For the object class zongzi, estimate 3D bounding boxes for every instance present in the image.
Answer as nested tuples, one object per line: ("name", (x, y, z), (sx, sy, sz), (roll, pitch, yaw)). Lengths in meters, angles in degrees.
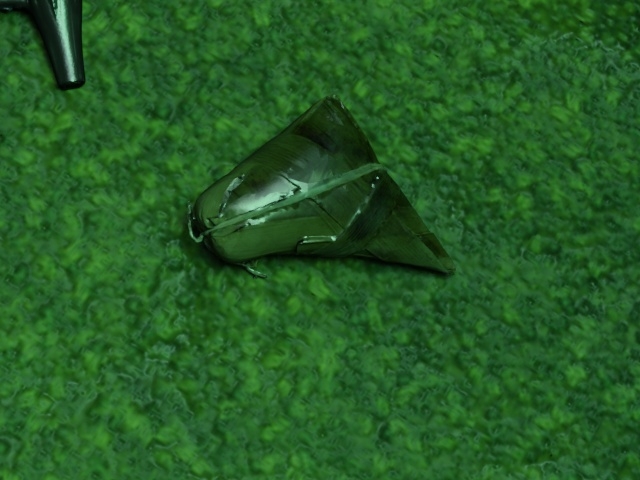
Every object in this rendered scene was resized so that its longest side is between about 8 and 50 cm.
("zongzi", (0.000, 0.000, 0.868), (0.109, 0.055, 0.119), (-38, 93, -19))

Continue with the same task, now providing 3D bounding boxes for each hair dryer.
("hair dryer", (-0.169, -0.116, 0.889), (0.083, 0.031, 0.079), (-10, 82, -1))
